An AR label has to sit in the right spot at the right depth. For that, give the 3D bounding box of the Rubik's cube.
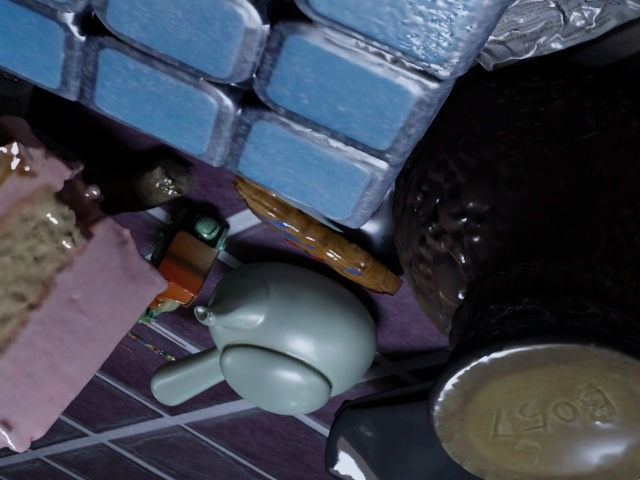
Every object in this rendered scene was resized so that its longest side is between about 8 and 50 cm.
[{"bbox_3d":[-0.022,-0.237,0.795,0.301,0.304,0.305,24,155,-1],"label":"Rubik's cube"}]

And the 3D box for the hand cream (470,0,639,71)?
[{"bbox_3d":[0.146,-0.172,1.068,0.257,0.050,0.084,-8,137,42],"label":"hand cream"}]

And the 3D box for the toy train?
[{"bbox_3d":[-0.167,0.033,1.610,0.074,0.118,0.176,31,151,-10],"label":"toy train"}]

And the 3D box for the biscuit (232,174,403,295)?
[{"bbox_3d":[0.000,0.000,1.445,0.183,0.043,0.280,35,177,41],"label":"biscuit"}]

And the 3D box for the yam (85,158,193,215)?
[{"bbox_3d":[-0.224,-0.055,1.570,0.057,0.057,0.241,39,152,-29],"label":"yam"}]

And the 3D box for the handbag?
[{"bbox_3d":[0.203,0.260,1.720,0.342,0.152,0.288,33,141,-26],"label":"handbag"}]

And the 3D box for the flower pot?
[{"bbox_3d":[0.185,0.038,1.100,0.266,0.267,0.267,3,136,3],"label":"flower pot"}]

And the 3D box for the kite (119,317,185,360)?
[{"bbox_3d":[-0.275,0.134,2.003,0.244,0.006,0.198,37,150,-26],"label":"kite"}]

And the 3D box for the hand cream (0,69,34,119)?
[{"bbox_3d":[-0.341,-0.152,1.492,0.080,0.050,0.234,30,160,-12],"label":"hand cream"}]

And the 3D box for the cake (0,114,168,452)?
[{"bbox_3d":[-0.376,0.027,1.469,0.307,0.293,0.314,51,157,-23],"label":"cake"}]

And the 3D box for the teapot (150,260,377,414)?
[{"bbox_3d":[-0.064,0.139,1.687,0.220,0.149,0.318,27,152,-5],"label":"teapot"}]

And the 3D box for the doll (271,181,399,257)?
[{"bbox_3d":[0.083,-0.025,1.322,0.145,0.103,0.316,24,171,47],"label":"doll"}]
